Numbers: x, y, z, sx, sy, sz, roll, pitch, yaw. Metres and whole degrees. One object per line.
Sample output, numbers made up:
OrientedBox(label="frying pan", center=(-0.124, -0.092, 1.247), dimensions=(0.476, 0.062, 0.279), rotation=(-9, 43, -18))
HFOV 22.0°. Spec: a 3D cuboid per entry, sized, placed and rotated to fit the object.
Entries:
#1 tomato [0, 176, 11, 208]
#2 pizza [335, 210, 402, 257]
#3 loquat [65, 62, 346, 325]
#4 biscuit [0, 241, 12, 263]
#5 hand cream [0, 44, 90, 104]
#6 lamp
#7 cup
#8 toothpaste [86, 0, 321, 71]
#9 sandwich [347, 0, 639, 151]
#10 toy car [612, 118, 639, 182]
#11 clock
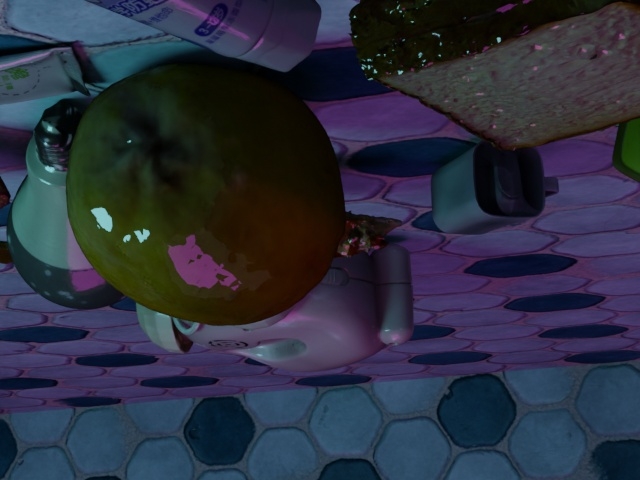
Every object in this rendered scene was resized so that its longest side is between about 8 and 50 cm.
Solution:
OrientedBox(label="tomato", center=(-0.447, -0.061, 1.844), dimensions=(0.189, 0.099, 0.173), rotation=(-22, 169, 41))
OrientedBox(label="pizza", center=(0.000, 0.000, 1.978), dimensions=(0.199, 0.062, 0.188), rotation=(-3, 168, 2))
OrientedBox(label="loquat", center=(-0.117, -0.043, 1.666), dimensions=(0.276, 0.276, 0.284), rotation=(-8, 162, 21))
OrientedBox(label="biscuit", center=(-0.436, 0.015, 2.347), dimensions=(0.092, 0.016, 0.082), rotation=(-5, 161, 6))
OrientedBox(label="hand cream", center=(-0.398, -0.143, 1.626), dimensions=(0.336, 0.076, 0.121), rotation=(-9, 168, 1))
OrientedBox(label="lamp", center=(-0.266, -0.059, 1.860), dimensions=(0.182, 0.182, 0.314), rotation=(-1, 135, -7))
OrientedBox(label="cup", center=(0.214, -0.062, 1.980), dimensions=(0.128, 0.095, 0.129), rotation=(1, 169, -23))
OrientedBox(label="toothpaste", center=(-0.166, -0.223, 1.318), dimensions=(0.371, 0.080, 0.125), rotation=(17, 161, -36))
OrientedBox(label="sandwich", center=(0.211, -0.179, 1.476), dimensions=(0.271, 0.099, 0.301), rotation=(-18, 159, 29))
OrientedBox(label="toy car", center=(0.395, -0.106, 1.663), dimensions=(0.198, 0.204, 0.248), rotation=(16, -168, 30))
OrientedBox(label="clock", center=(-0.072, 0.085, 2.401), dimensions=(0.325, 0.184, 0.342), rotation=(12, 156, -32))
